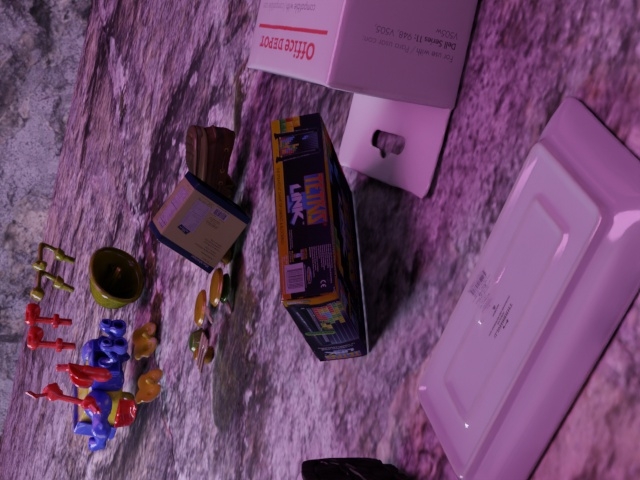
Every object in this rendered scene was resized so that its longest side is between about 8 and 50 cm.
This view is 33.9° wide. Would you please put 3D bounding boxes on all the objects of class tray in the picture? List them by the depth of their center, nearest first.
[{"bbox_3d":[0.129,0.050,0.696,0.145,0.030,0.270,-114,39,-53],"label":"tray"}]

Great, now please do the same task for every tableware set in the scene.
[{"bbox_3d":[-0.135,0.083,1.311,0.104,0.024,0.154,-136,56,-66],"label":"tableware set"}]

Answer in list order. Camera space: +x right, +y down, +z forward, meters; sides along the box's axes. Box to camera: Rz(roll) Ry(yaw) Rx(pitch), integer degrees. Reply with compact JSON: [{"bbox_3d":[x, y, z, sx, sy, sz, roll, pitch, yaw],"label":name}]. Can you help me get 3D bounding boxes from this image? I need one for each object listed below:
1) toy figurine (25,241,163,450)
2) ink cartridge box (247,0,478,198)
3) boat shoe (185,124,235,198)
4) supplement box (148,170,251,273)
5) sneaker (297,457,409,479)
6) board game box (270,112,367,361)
[{"bbox_3d":[-0.366,0.196,1.615,0.362,0.191,0.217,-109,30,-49],"label":"toy figurine"},{"bbox_3d":[0.039,-0.229,0.886,0.207,0.119,0.353,-150,70,-65],"label":"ink cartridge box"},{"bbox_3d":[-0.136,-0.062,1.317,0.064,0.060,0.178,-122,32,-52],"label":"boat shoe"},{"bbox_3d":[-0.145,-0.022,1.258,0.083,0.083,0.056,-53,27,4],"label":"supplement box"},{"bbox_3d":[0.051,0.252,0.742,0.271,0.100,0.108,-136,48,-70],"label":"sneaker"},{"bbox_3d":[0.000,0.000,0.901,0.141,0.048,0.170,61,-159,-61],"label":"board game box"}]
